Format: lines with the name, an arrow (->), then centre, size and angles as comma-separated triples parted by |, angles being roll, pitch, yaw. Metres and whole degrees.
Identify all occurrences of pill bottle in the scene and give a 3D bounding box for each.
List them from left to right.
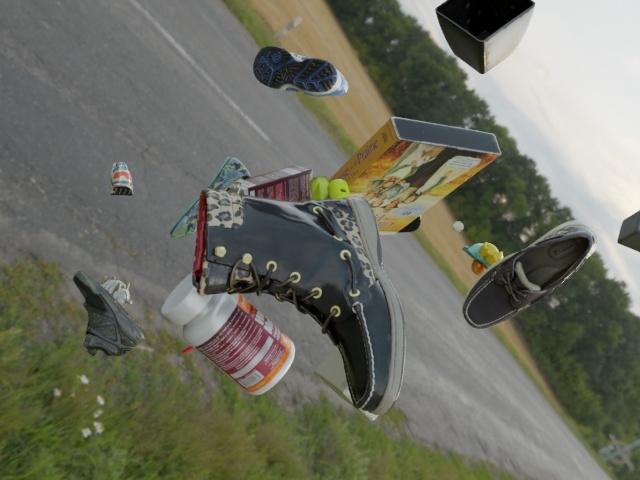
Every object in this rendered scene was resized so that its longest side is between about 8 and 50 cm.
pill bottle -> -0.158, 0.157, 1.087 | 0.221, 0.121, 0.121 | 46, 16, -20

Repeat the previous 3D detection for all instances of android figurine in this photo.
android figurine -> 0.000, 0.000, 1.267 | 0.056, 0.248, 0.273 | 10, 41, -19

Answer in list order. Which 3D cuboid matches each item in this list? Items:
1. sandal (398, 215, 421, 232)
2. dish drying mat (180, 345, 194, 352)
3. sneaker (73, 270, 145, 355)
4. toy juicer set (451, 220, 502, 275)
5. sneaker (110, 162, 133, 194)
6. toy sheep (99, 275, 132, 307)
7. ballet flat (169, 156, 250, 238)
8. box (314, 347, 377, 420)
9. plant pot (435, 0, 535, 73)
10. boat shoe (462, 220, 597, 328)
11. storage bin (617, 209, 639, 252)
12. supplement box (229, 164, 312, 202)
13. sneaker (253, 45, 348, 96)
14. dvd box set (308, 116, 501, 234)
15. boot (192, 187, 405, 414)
sandal -> 0.153, -0.046, 1.767 | 0.054, 0.254, 0.097 | -64, 139, -63
dish drying mat -> -0.319, 0.271, 1.622 | 0.032, 0.083, 0.008 | 19, 44, -63
sneaker -> -0.535, 0.184, 1.492 | 0.227, 0.130, 0.087 | 51, -12, -2
toy juicer set -> 0.451, 0.050, 1.763 | 0.329, 0.089, 0.209 | 41, 6, 29
sneaker -> -0.499, -0.155, 1.582 | 0.161, 0.057, 0.075 | 172, -82, -71
toy sheep -> -0.581, 0.151, 1.775 | 0.132, 0.091, 0.091 | 20, -10, 31
ballet flat -> -0.195, -0.066, 1.147 | 0.070, 0.188, 0.070 | 36, -7, 5
box -> 0.082, 0.363, 1.619 | 0.113, 0.094, 0.275 | 46, -11, -12
plant pot -> 0.447, -0.572, 1.714 | 0.188, 0.187, 0.167 | 49, -9, 32
boat shoe -> 0.374, 0.066, 1.151 | 0.103, 0.285, 0.092 | 56, 19, 11
storage bin -> 0.658, -0.022, 1.246 | 0.091, 0.098, 0.135 | 19, -10, 8
supplement box -> -0.129, -0.114, 1.698 | 0.073, 0.239, 0.130 | 23, -58, 42
sneaker -> -0.041, -0.310, 1.189 | 0.211, 0.080, 0.081 | 28, 9, 31
dvd box set -> 0.172, -0.133, 1.498 | 0.307, 0.420, 0.062 | 3, 63, -33
boot -> -0.039, 0.071, 0.925 | 0.284, 0.138, 0.377 | 7, 52, -19
